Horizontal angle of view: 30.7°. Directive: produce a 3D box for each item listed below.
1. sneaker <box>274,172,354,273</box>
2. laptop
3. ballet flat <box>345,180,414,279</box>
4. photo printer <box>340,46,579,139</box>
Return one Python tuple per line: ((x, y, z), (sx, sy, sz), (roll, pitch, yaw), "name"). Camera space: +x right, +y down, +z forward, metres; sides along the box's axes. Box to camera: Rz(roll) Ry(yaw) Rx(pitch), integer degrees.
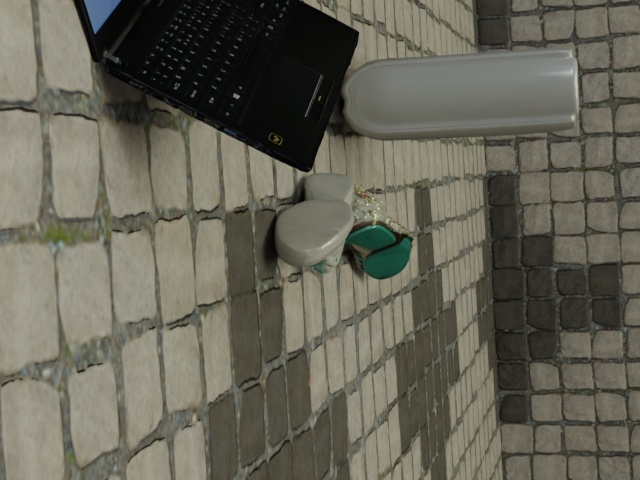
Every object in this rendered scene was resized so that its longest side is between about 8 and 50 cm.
((0.000, 0.000, 1.280), (0.212, 0.080, 0.094), (-60, 156, -66), "sneaker")
((-0.078, -0.215, 0.889), (0.136, 0.264, 0.234), (-58, -172, 37), "laptop")
((0.068, -0.016, 1.521), (0.241, 0.091, 0.077), (56, 12, -69), "ballet flat")
((0.184, -0.188, 1.531), (0.256, 0.308, 0.107), (-23, 110, -77), "photo printer")
